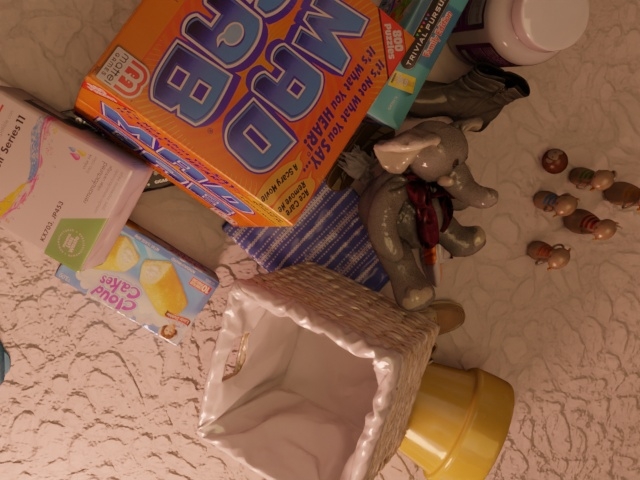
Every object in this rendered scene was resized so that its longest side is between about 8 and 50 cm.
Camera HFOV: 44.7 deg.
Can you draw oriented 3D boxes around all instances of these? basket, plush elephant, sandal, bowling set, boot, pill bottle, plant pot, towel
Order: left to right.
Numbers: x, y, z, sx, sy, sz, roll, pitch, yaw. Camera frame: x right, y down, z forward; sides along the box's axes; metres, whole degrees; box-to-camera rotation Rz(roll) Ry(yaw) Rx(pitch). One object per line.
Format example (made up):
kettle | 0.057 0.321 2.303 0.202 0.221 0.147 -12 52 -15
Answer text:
towel | 0.000 0.000 1.561 0.336 0.040 0.243 43 89 -17
basket | 0.004 0.246 1.402 0.331 0.266 0.328 24 112 24
sandal | 0.071 -0.173 1.533 0.180 0.049 0.072 -48 121 -4
boot | 0.214 0.190 1.580 0.213 0.165 0.077 -11 104 -9
plush elephant | 0.197 -0.096 1.378 0.272 0.255 0.330 -30 79 -41
plant pot | 0.229 0.356 1.591 0.239 0.254 0.254 25 95 0
sandal | 0.242 -0.035 1.575 0.076 0.102 0.265 -8 101 -8
boot | 0.262 -0.296 1.489 0.247 0.161 0.083 11 65 -19
pill bottle | 0.355 -0.402 1.420 0.169 0.301 0.169 -3 102 -12
bowling set | 0.525 -0.085 1.600 0.287 0.154 0.200 -39 107 -3

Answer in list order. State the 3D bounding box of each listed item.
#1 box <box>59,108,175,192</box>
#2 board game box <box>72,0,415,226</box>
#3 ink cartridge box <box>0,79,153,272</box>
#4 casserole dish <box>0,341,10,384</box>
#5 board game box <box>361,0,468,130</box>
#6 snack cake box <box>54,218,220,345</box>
box | -0.381 -0.166 1.433 0.220 0.051 0.175 -14 103 -10
board game box | -0.143 -0.266 1.274 0.356 0.356 0.356 36 79 -17
ink cartridge box | -0.494 -0.124 1.325 0.353 0.119 0.207 30 99 2
casserole dish | -0.682 0.236 1.457 0.188 0.037 0.114 1 101 -12
board game box | 0.150 -0.372 1.405 0.079 0.254 0.336 27 94 -17
snack cake box | -0.342 0.065 1.470 0.264 0.089 0.152 33 92 -16
